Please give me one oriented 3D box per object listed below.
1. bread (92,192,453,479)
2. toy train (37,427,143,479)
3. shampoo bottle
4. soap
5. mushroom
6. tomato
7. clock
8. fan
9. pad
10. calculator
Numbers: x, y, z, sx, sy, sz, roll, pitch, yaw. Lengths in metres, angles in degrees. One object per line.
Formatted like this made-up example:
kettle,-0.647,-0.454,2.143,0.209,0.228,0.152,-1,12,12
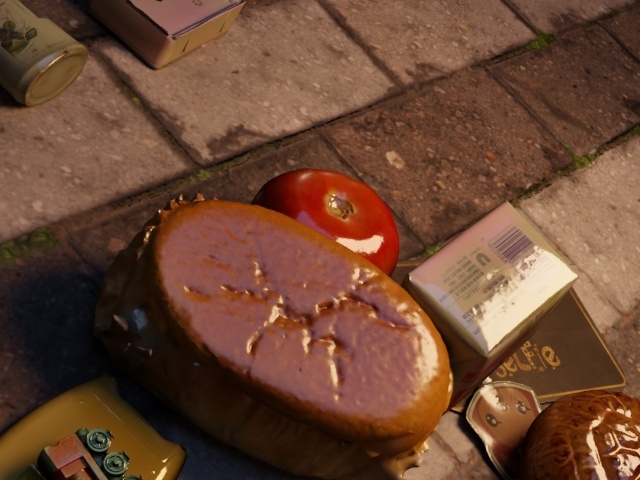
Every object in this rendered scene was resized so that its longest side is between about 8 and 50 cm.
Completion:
bread,-0.044,0.101,1.187,0.388,0.183,0.236,28,43,-10
toy train,-0.207,0.222,1.011,0.064,0.044,0.103,-26,68,-40
shampoo bottle,-0.411,-0.274,1.358,0.234,0.087,0.118,41,43,5
soap,0.181,0.086,1.331,0.199,0.182,0.138,-35,73,-32
mushroom,0.356,0.288,1.316,0.253,0.153,0.253,16,41,-14
tomato,0.000,0.000,1.354,0.195,0.136,0.195,18,42,-17
clock,-0.218,-0.336,1.573,0.147,0.071,0.192,40,39,5
fan,0.227,0.205,1.397,0.132,0.009,0.220,-15,67,-39
pad,0.281,0.130,1.491,0.375,0.063,0.315,-2,53,-36
calculator,-0.233,0.224,1.044,0.157,0.033,0.236,43,41,5
